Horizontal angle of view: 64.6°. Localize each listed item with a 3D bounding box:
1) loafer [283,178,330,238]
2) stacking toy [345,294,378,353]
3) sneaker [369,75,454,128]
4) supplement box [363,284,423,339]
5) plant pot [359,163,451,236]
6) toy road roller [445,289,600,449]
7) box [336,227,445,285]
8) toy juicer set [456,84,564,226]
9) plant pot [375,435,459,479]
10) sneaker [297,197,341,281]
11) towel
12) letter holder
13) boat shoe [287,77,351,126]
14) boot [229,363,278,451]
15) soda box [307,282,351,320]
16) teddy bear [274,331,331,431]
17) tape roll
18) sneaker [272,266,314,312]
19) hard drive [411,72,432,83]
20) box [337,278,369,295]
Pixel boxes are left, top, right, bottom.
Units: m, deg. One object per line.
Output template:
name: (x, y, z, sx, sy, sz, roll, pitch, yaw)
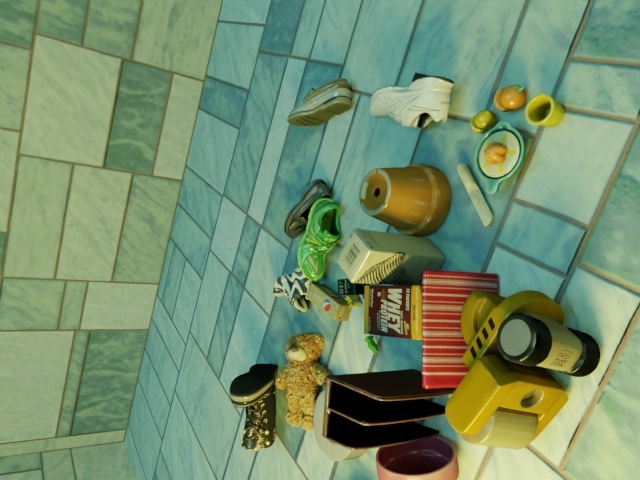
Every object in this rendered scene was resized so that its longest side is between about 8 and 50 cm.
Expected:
loafer: (-0.051, -0.100, 1.860, 0.267, 0.096, 0.084, -58, 48, 29)
stacking toy: (0.169, 0.204, 1.536, 0.167, 0.052, 0.221, -56, 45, 36)
sneaker: (0.242, -0.376, 1.435, 0.297, 0.111, 0.129, 4, 94, 56)
supplement box: (0.245, 0.181, 1.301, 0.194, 0.192, 0.128, -7, 79, 54)
plant pot: (0.217, -0.119, 1.393, 0.205, 0.188, 0.204, -12, 75, 54)
toy road roller: (0.392, 0.254, 1.087, 0.329, 0.203, 0.240, -64, 27, 18)
box: (0.188, 0.049, 1.331, 0.094, 0.275, 0.113, 57, 130, 43)
toy juicer set: (0.409, -0.225, 1.223, 0.209, 0.090, 0.328, 55, 129, 43)
plant pot: (0.245, 0.608, 1.251, 0.201, 0.202, 0.180, -1, 99, 55)
sneaker: (0.000, 0.000, 1.752, 0.124, 0.110, 0.295, 17, 98, 59)
towel: (0.327, 0.210, 1.187, 0.031, 0.199, 0.274, 156, 117, -73)
letter holder: (0.191, 0.419, 1.244, 0.215, 0.302, 0.151, -1, 84, 55)
boat shoe: (-0.003, -0.498, 1.847, 0.303, 0.113, 0.103, -8, 77, 44)
boot: (-0.237, 0.624, 1.850, 0.377, 0.138, 0.283, -8, -81, -85)
soda box: (0.029, 0.207, 1.723, 0.181, 0.058, 0.061, 32, 111, 52)
teddy bear: (-0.067, 0.492, 1.770, 0.245, 0.113, 0.337, 21, 102, 52)
tape roll: (0.066, 0.576, 1.599, 0.219, 0.072, 0.218, -14, 73, 53)
sneaker: (-0.102, 0.205, 1.877, 0.235, 0.094, 0.152, -28, 53, 39)
hard drive: (0.288, -0.416, 1.484, 0.094, 0.022, 0.135, 40, 117, 50)
box: (0.100, 0.140, 1.538, 0.083, 0.062, 0.052, -13, 78, 54)
